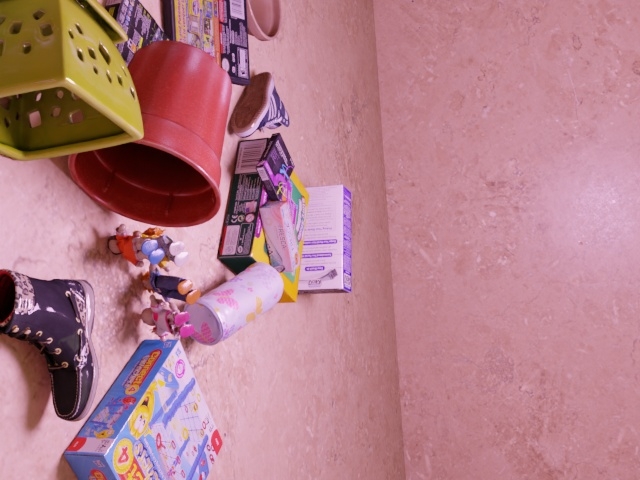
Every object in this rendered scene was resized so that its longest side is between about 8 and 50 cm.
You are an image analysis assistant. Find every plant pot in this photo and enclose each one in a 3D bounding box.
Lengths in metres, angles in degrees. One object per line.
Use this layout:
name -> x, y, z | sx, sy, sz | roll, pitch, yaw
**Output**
plant pot -> -0.200, -0.662, 1.843 | 0.237, 0.109, 0.238 | -4, 90, -70
plant pot -> -0.290, -0.207, 1.249 | 0.272, 0.272, 0.265 | 58, 35, -53
plant pot -> -0.413, -0.261, 0.986 | 0.228, 0.227, 0.207 | 43, 40, -74

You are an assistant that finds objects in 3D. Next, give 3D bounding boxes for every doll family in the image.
doll family -> -0.314, 0.066, 1.322 | 0.118, 0.163, 0.263 | -37, 121, -38

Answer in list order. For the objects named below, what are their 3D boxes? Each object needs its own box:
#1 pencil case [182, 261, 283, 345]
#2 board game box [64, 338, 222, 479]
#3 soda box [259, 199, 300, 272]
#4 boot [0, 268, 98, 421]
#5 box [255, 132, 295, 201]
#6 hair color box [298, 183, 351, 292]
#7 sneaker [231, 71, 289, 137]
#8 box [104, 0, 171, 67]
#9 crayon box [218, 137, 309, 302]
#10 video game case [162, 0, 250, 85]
pencil case -> -0.203, 0.143, 1.592 | 0.273, 0.124, 0.114 | -34, 146, -55
board game box -> -0.326, 0.407, 1.317 | 0.302, 0.086, 0.308 | -66, 147, -54
soda box -> -0.104, -0.010, 1.742 | 0.058, 0.062, 0.183 | -48, 132, -61
boot -> -0.438, 0.164, 1.055 | 0.178, 0.085, 0.237 | 31, 51, -64
box -> -0.118, -0.196, 1.788 | 0.162, 0.029, 0.116 | -73, 148, -46
hair color box -> 0.000, 0.000, 2.168 | 0.110, 0.185, 0.339 | 35, 55, -67
sneaker -> -0.163, -0.342, 1.903 | 0.282, 0.099, 0.153 | -78, 153, -45
box -> -0.381, -0.389, 1.380 | 0.184, 0.045, 0.191 | 54, 37, -60
crayon box -> -0.146, -0.048, 1.885 | 0.313, 0.106, 0.363 | 55, 36, -56
video game case -> -0.271, -0.527, 1.615 | 0.248, 0.035, 0.275 | -3, 91, -52
